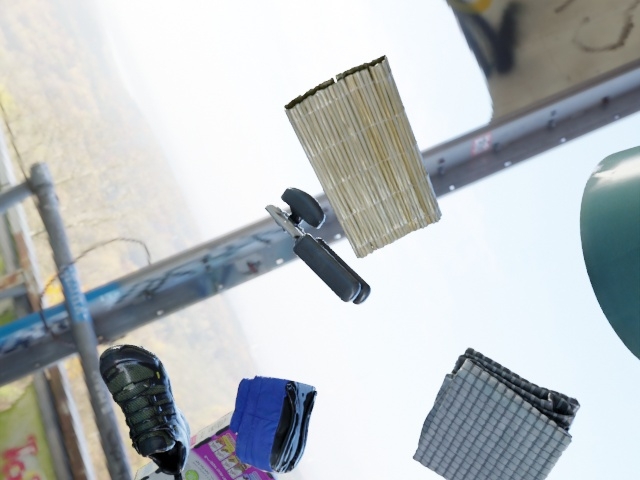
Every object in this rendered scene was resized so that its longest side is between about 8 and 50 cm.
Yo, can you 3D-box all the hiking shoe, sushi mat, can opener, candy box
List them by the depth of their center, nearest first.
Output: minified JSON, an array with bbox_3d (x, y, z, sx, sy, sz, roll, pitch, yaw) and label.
[{"bbox_3d":[0.070,-0.106,1.193,0.316,0.151,0.019,62,1,-44],"label":"sushi mat"},{"bbox_3d":[-0.240,0.247,1.211,0.227,0.086,0.114,64,-3,-31],"label":"hiking shoe"},{"bbox_3d":[0.000,0.000,1.579,0.283,0.095,0.076,44,15,34],"label":"can opener"},{"bbox_3d":[-0.220,0.458,1.637,0.159,0.233,0.071,58,1,-11],"label":"candy box"}]

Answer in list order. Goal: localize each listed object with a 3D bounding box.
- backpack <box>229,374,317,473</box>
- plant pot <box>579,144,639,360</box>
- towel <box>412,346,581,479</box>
[{"bbox_3d":[-0.065,0.243,1.119,0.098,0.101,0.120,26,69,-55],"label":"backpack"},{"bbox_3d":[0.481,-0.005,0.952,0.235,0.293,0.293,-26,-93,52],"label":"plant pot"},{"bbox_3d":[0.314,0.344,1.529,0.235,0.121,0.284,31,-48,18],"label":"towel"}]
